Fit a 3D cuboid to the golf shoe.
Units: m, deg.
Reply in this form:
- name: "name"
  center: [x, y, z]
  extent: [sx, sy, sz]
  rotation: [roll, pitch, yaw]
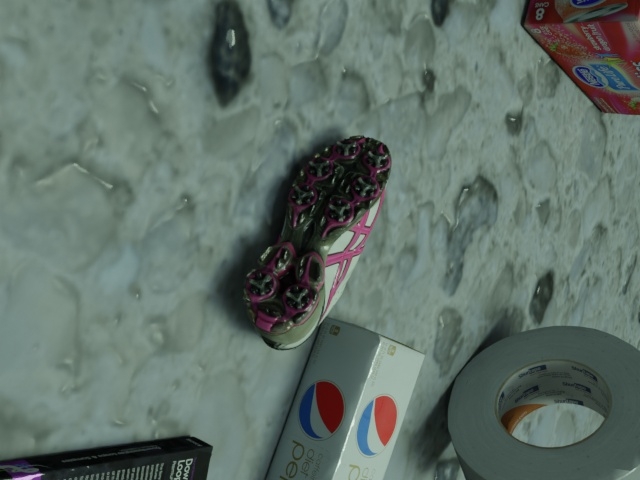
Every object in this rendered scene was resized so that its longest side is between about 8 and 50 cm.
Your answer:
- name: "golf shoe"
  center: [0.000, 0.000, 0.593]
  extent: [0.186, 0.067, 0.086]
  rotation: [-59, 161, -19]

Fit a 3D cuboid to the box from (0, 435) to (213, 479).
- name: "box"
  center: [-0.150, 0.197, 0.498]
  extent: [0.162, 0.029, 0.116]
  rotation: [8, 94, -46]

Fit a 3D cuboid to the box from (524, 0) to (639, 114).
- name: "box"
  center: [0.355, -0.242, 0.854]
  extent: [0.256, 0.128, 0.123]
  rotation: [22, 83, -47]

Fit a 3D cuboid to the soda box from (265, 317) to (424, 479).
- name: "soda box"
  center: [0.011, 0.181, 0.635]
  extent: [0.074, 0.069, 0.216]
  rotation: [28, 78, -46]

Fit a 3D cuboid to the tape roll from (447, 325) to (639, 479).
- name: "tape roll"
  center: [0.245, 0.189, 0.774]
  extent: [0.219, 0.219, 0.072]
  rotation: [-44, 128, -30]
